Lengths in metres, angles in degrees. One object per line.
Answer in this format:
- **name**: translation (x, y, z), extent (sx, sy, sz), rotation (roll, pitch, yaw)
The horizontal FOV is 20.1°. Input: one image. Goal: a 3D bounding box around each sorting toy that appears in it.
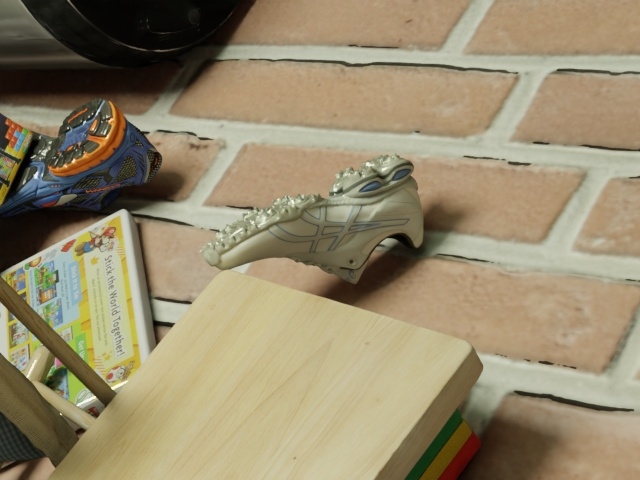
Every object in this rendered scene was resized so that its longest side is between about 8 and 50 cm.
- **sorting toy**: translation (-0.042, 0.164, 1.236), extent (0.255, 0.089, 0.257), rotation (15, 58, 45)

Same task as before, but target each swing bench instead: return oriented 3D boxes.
- **swing bench**: translation (-0.294, 0.140, 1.289), extent (0.165, 0.253, 0.254), rotation (26, 71, 41)

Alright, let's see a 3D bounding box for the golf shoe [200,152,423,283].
- **golf shoe**: translation (0.000, 0.000, 1.370), extent (0.176, 0.086, 0.069), rotation (-22, 9, -11)

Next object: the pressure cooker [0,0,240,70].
- **pressure cooker**: translation (-0.311, -0.340, 1.776), extent (0.420, 0.375, 0.370), rotation (4, 25, 39)

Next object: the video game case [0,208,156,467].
- **video game case**: translation (-0.237, 0.089, 1.515), extent (0.206, 0.026, 0.227), rotation (-27, 36, 8)

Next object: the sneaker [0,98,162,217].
- **sneaker**: translation (-0.227, -0.056, 1.629), extent (0.221, 0.087, 0.083), rotation (-15, 51, 49)

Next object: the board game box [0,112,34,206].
- **board game box**: translation (-0.342, -0.035, 1.645), extent (0.170, 0.048, 0.141), rotation (-15, 48, 55)
